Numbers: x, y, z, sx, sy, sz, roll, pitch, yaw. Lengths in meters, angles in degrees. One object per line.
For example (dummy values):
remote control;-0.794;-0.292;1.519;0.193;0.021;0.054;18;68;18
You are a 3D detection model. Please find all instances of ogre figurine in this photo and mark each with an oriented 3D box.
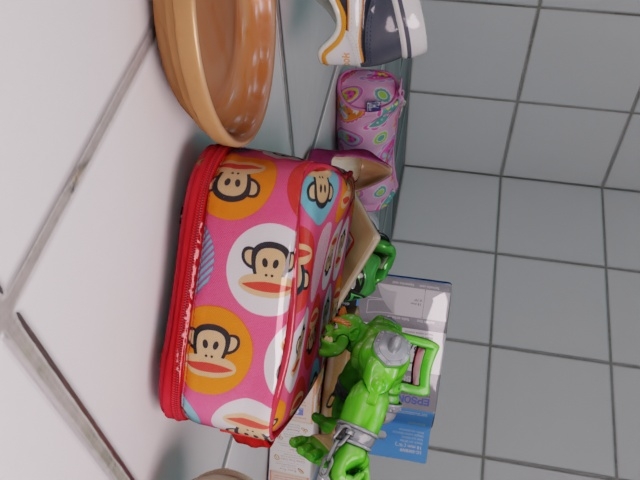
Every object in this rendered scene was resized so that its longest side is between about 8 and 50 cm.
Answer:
ogre figurine;0.037;0.123;0.607;0.118;0.097;0.197;-66;159;1

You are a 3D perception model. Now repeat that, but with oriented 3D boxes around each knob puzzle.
knob puzzle;0.000;0.000;0.858;0.213;0.030;0.213;-21;-114;56

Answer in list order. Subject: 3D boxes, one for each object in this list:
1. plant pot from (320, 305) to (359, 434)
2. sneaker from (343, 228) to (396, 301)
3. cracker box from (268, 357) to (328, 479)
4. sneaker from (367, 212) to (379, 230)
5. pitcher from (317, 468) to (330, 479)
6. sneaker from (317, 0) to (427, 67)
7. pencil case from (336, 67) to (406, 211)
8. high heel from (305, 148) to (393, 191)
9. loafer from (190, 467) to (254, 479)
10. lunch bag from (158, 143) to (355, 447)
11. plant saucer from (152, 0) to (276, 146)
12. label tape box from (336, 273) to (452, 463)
plant pot;0.030;0.216;1.121;0.236;0.032;0.236;7;90;-82
sneaker;0.041;0.025;1.097;0.343;0.146;0.134;-58;154;-72
cracker box;-0.029;0.262;1.102;0.156;0.067;0.232;-60;155;-70
sneaker;0.078;0.072;1.557;0.153;0.101;0.269;-73;161;-45
pitcher;0.007;0.564;1.489;0.178;0.125;0.207;45;39;-53
sneaker;0.016;-0.338;0.751;0.126;0.127;0.321;-54;131;-81
pencil case;0.089;-0.180;1.329;0.284;0.124;0.124;88;13;-51
high heel;0.042;-0.093;1.091;0.244;0.117;0.082;-47;143;-76
loafer;-0.096;0.288;0.611;0.092;0.102;0.269;-67;172;-65
lunch bag;-0.043;0.053;0.652;0.293;0.120;0.258;-13;111;-81
plant saucer;-0.071;-0.166;0.514;0.200;0.037;0.200;3;90;-81
label tape box;0.093;0.223;1.286;0.106;0.240;0.334;13;84;-82
